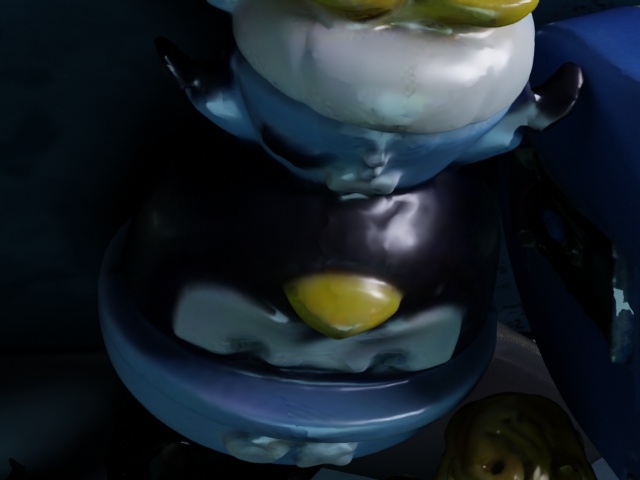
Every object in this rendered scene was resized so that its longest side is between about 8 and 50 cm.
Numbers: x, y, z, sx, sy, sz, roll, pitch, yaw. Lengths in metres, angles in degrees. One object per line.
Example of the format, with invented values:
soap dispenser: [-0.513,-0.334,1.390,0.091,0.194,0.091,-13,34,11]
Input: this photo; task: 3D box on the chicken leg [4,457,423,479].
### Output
chicken leg: [-0.082,0.206,0.699,0.361,0.211,0.140,5,152,-23]

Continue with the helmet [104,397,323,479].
helmet: [-0.063,0.110,0.814,0.123,0.070,0.098,-25,140,4]

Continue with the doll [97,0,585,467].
doll: [0.000,0.000,0.607,0.177,0.141,0.314,6,139,-9]

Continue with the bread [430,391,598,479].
bread: [0.108,0.133,0.770,0.077,0.084,0.367,22,174,12]

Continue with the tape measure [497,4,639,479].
tape measure: [0.141,-0.051,0.575,0.098,0.215,0.351,-12,123,-12]

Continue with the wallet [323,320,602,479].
wallet: [0.103,0.121,0.950,0.149,0.044,0.250,-34,146,18]
